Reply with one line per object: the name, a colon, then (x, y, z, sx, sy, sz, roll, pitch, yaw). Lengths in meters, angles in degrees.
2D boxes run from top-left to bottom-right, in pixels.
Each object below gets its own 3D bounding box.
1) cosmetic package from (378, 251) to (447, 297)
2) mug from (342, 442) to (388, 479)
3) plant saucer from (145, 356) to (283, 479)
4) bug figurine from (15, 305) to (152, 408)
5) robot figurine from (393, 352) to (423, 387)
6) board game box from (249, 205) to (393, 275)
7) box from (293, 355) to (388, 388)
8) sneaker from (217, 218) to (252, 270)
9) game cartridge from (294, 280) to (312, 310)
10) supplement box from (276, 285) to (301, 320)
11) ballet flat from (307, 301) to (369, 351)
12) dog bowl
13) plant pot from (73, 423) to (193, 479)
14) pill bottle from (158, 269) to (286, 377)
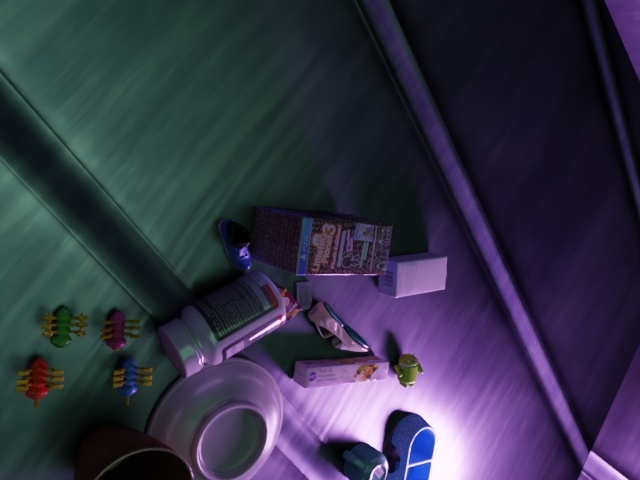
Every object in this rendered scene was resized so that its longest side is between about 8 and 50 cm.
cosmetic package: (0.299, 0.107, 1.810, 0.231, 0.085, 0.117, -4, 102, -38)
mug: (0.144, 0.736, 1.810, 0.158, 0.097, 0.129, 2, 98, -37)
plant saucer: (-0.250, 0.511, 1.476, 0.400, 0.100, 0.400, -8, 104, -36)
bug figurine: (-0.515, 0.258, 1.247, 0.279, 0.072, 0.216, 9, 88, -33)
robot figurine: (0.290, 0.430, 1.876, 0.101, 0.067, 0.115, 0, 99, -24)
board game box: (0.000, 0.000, 1.474, 0.291, 0.232, 0.141, 3, 98, -36)
box: (0.069, 0.396, 1.708, 0.324, 0.067, 0.063, 5, 95, -36)
sneaker: (-0.202, 0.018, 1.420, 0.058, 0.084, 0.152, -31, 116, -28)
game cartridge: (-0.048, 0.157, 1.605, 0.056, 0.017, 0.083, -4, 101, -32)
supplement box: (-0.102, 0.173, 1.551, 0.055, 0.043, 0.083, -50, 124, -19)
ballet flat: (0.049, 0.271, 1.670, 0.086, 0.086, 0.248, -52, 123, -16)
dog bowl: (0.322, 0.759, 1.961, 0.166, 0.074, 0.297, 4, 96, -37)
plant pot: (-0.441, 0.515, 1.237, 0.237, 0.254, 0.237, -8, 103, -36)
pill bottle: (-0.240, 0.203, 1.382, 0.283, 0.161, 0.161, -28, 114, -29)
